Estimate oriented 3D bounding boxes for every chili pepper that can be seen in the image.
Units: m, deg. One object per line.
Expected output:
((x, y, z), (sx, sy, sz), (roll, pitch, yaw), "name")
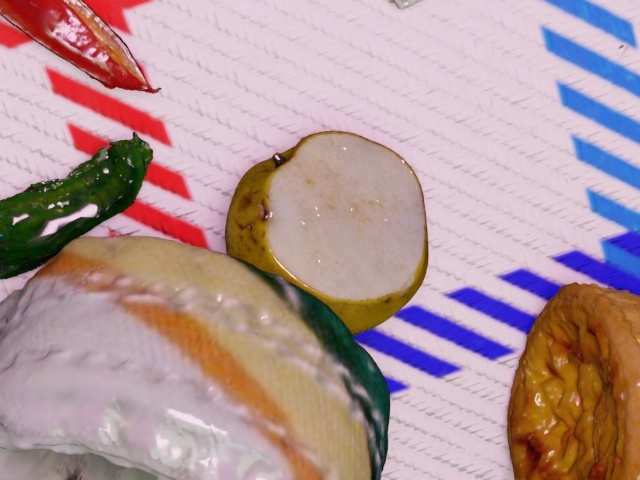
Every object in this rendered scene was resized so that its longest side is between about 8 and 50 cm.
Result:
((-0.210, -0.183, 1.052), (0.268, 0.059, 0.050), (44, 137, -20), "chili pepper")
((-0.256, -0.028, 1.087), (0.279, 0.065, 0.122), (5, 98, -10), "chili pepper")

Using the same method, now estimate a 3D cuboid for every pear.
((0.000, 0.000, 1.102), (0.141, 0.104, 0.141), (6, 74, -23), "pear")

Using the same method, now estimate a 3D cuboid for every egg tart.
((0.234, 0.133, 1.130), (0.147, 0.202, 0.202), (5, 107, -17), "egg tart")

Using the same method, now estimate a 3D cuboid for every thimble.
((-0.100, 0.131, 1.058), (0.288, 0.167, 0.254), (23, 141, 0), "thimble")

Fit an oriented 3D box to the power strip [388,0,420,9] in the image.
((0.082, -0.184, 1.097), (0.083, 0.017, 0.027), (-24, 110, 2), "power strip")
